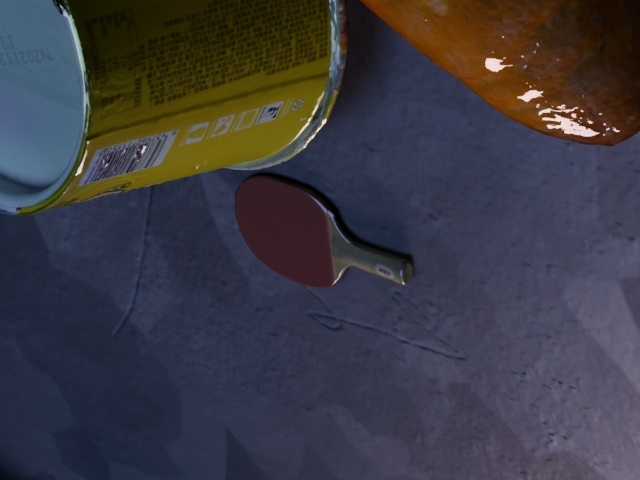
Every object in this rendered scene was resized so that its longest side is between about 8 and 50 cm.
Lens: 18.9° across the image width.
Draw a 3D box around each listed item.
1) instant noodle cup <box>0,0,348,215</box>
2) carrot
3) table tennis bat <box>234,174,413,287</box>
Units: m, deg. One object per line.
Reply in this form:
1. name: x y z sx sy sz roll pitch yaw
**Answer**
1. instant noodle cup: -0.142 -0.140 1.208 0.264 0.200 0.264 22 124 37
2. carrot: 0.100 -0.140 1.060 0.159 0.159 0.225 -18 116 50
3. table tennis bat: 0.000 0.000 1.374 0.156 0.013 0.087 20 131 35
